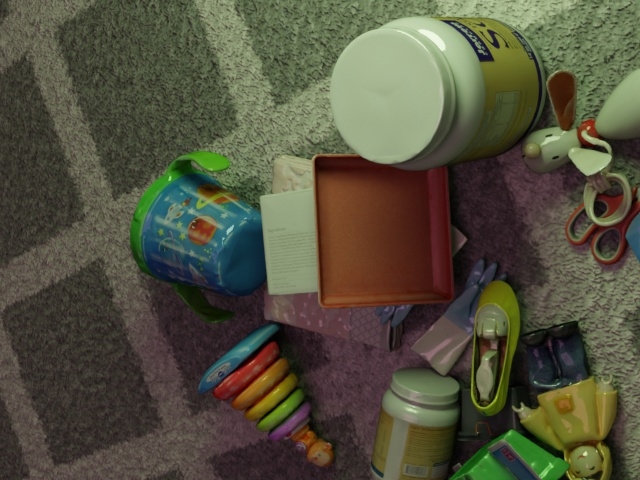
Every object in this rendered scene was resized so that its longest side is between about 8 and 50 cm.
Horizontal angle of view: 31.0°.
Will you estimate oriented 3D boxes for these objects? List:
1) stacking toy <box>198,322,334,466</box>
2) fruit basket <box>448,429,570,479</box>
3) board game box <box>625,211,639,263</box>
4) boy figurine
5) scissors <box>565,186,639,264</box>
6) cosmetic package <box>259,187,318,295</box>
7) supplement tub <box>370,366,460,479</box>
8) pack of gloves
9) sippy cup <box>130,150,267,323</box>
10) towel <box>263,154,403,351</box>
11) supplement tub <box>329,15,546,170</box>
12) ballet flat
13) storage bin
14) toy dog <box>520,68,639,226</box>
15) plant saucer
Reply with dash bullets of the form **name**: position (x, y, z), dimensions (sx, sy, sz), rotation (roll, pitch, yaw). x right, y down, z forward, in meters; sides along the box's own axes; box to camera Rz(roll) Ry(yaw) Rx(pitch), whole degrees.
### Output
- **stacking toy**: position (-0.082, 0.331, 2.277), dimensions (0.175, 0.166, 0.302), rotation (-40, 89, 30)
- **fruit basket**: position (0.364, 0.489, 1.884), dimensions (0.353, 0.165, 0.327), rotation (53, 164, 10)
- **board game box**: position (0.566, 0.012, 1.805), dimensions (0.133, 0.033, 0.168), rotation (-29, 90, 29)
- **boy figurine**: position (0.410, 0.283, 1.923), dimensions (0.177, 0.092, 0.285), rotation (-15, 86, 18)
- **scissors**: position (0.509, -0.081, 1.836), dimensions (0.109, 0.021, 0.297), rotation (50, 124, 20)
- **cosmetic package**: position (0.000, 0.000, 2.068), dimensions (0.151, 0.151, 0.183), rotation (-6, 89, 34)
- **supplement tub**: position (0.173, 0.343, 2.078), dimensions (0.144, 0.144, 0.199), rotation (20, 109, 32)
- **pack of gloves**: position (0.205, 0.098, 2.040), dimensions (0.195, 0.046, 0.232), rotation (38, 110, 11)
- **sippy cup**: position (-0.208, 0.000, 2.220), dimensions (0.224, 0.305, 0.240), rotation (24, 69, 39)
- **towel**: position (0.027, 0.024, 2.184), dimensions (0.317, 0.053, 0.331), rotation (14, 105, 33)
- **supplement tub**: position (0.190, -0.237, 1.844), dimensions (0.241, 0.331, 0.241), rotation (7, 103, 34)
- **ballet flat**: position (0.289, 0.181, 1.943), dimensions (0.077, 0.077, 0.231), rotation (4, 86, 25)
- **storage bin**: position (0.304, 0.301, 2.016), dimensions (0.135, 0.098, 0.091), rotation (-9, 83, 36)
- **toy dog**: position (0.445, -0.185, 1.768), dimensions (0.333, 0.161, 0.220), rotation (-49, 64, 29)
- **plant saucer**: position (0.101, -0.017, 1.976), dimensions (0.048, 0.258, 0.259), rotation (172, 96, -66)
